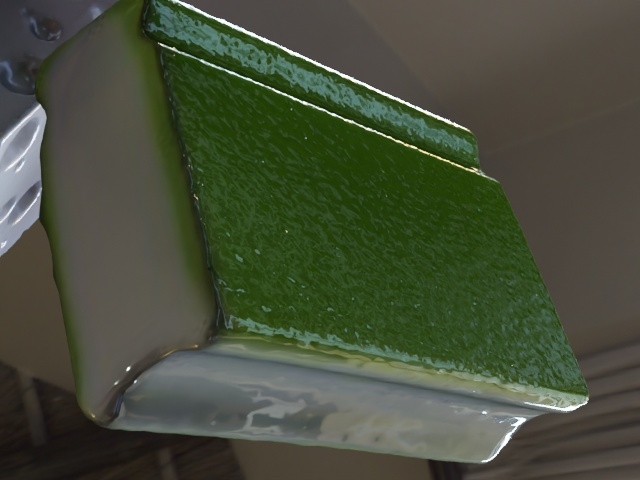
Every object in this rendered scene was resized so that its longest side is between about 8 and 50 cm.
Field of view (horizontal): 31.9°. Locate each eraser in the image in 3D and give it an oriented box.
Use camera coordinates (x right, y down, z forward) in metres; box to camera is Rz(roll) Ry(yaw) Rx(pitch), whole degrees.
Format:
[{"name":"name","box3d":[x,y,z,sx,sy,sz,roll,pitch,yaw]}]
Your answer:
[{"name":"eraser","box3d":[0.000,0.000,0.568,0.274,0.092,0.210,17,-135,-42]}]

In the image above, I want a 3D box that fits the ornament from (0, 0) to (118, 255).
[{"name":"ornament","box3d":[-0.317,-0.148,0.954,0.239,0.240,0.240,35,-131,0]}]
